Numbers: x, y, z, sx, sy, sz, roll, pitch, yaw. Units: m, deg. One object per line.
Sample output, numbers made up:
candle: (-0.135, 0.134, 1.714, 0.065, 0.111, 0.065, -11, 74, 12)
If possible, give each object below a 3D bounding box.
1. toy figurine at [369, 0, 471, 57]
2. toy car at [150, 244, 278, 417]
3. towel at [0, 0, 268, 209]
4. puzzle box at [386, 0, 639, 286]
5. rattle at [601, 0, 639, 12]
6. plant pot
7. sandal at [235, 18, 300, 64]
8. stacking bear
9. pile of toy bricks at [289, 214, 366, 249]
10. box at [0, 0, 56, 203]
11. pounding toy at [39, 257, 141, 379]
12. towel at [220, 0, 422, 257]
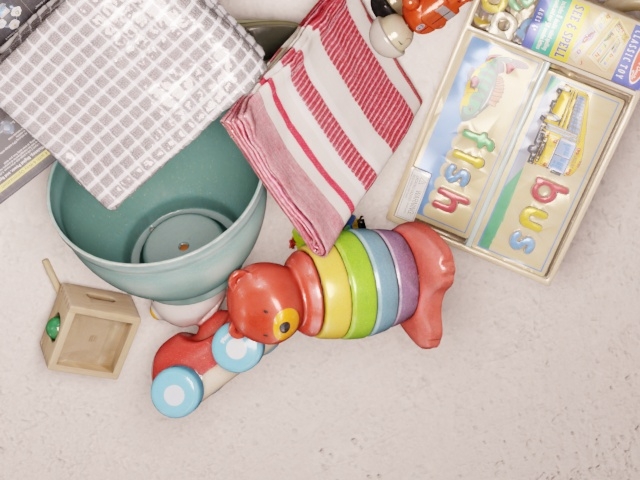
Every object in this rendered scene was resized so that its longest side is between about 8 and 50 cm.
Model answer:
toy figurine: (0.088, -0.366, 1.548, 0.148, 0.213, 0.209, -33, 115, 22)
toy car: (-0.196, 0.109, 1.740, 0.210, 0.219, 0.238, -37, 87, 7)
towel: (-0.238, -0.198, 1.410, 0.283, 0.121, 0.235, -41, 114, 14)
puzzle box: (0.291, -0.163, 1.712, 0.272, 0.052, 0.409, 22, 110, 4)
rattle: (0.427, -0.289, 1.753, 0.199, 0.143, 0.130, -11, 85, 10)
plant pot: (-0.204, -0.032, 1.619, 0.293, 0.293, 0.196, -17, 144, -4)
sandal: (-0.153, -0.263, 1.610, 0.302, 0.086, 0.120, 6, 114, -19)
stacking bear: (0.012, 0.069, 1.616, 0.289, 0.164, 0.175, -9, 128, -22)
pile of toy bricks: (0.000, 0.000, 1.767, 0.105, 0.118, 0.212, 8, 132, 26)
box: (-0.377, -0.269, 1.477, 0.395, 0.097, 0.318, -36, 112, 12)
pounding toy: (-0.354, 0.116, 1.746, 0.141, 0.100, 0.130, 13, 112, -29)
towel: (0.019, -0.172, 1.594, 0.237, 0.037, 0.329, 55, 49, -27)
